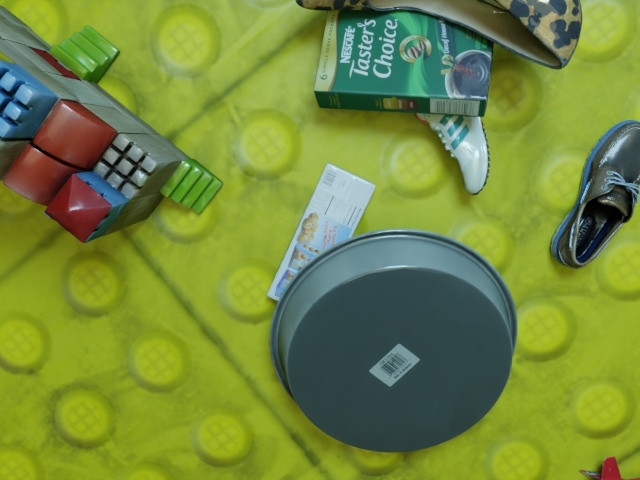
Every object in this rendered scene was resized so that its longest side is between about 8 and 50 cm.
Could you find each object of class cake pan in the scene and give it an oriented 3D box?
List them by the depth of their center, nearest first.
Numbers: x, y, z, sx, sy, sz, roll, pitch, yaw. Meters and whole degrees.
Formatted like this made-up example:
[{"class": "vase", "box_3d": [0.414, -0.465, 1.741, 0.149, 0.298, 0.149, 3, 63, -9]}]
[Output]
[{"class": "cake pan", "box_3d": [0.086, 0.129, 0.729, 0.293, 0.054, 0.293, 0, 115, -1]}]

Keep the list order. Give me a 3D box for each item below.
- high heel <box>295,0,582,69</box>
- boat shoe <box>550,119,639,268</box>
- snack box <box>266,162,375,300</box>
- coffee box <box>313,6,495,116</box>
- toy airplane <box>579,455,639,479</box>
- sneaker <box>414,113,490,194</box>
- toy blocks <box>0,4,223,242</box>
[{"class": "high heel", "box_3d": [0.114, -0.225, 0.625, 0.261, 0.093, 0.186, -16, 75, 6]}, {"class": "boat shoe", "box_3d": [0.330, -0.048, 0.721, 0.066, 0.066, 0.183, 21, 100, -1]}, {"class": "snack box", "box_3d": [0.000, 0.000, 0.766, 0.064, 0.022, 0.178, 25, 99, -2]}, {"class": "coffee box", "box_3d": [0.090, -0.195, 0.685, 0.184, 0.040, 0.113, 7, 74, 13]}, {"class": "toy airplane", "box_3d": [0.405, 0.302, 0.794, 0.151, 0.028, 0.151, 0, 101, 2]}, {"class": "sneaker", "box_3d": [0.146, -0.130, 0.723, 0.075, 0.057, 0.161, -7, 94, 5]}, {"class": "toy blocks", "box_3d": [-0.301, -0.130, 0.638, 0.381, 0.261, 0.190, 39, 99, -4]}]
